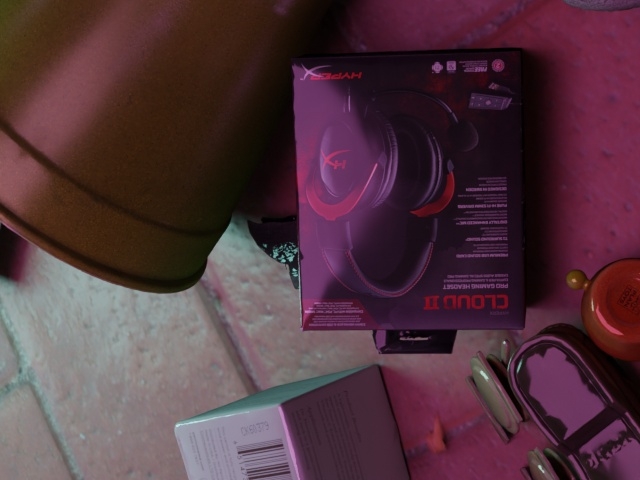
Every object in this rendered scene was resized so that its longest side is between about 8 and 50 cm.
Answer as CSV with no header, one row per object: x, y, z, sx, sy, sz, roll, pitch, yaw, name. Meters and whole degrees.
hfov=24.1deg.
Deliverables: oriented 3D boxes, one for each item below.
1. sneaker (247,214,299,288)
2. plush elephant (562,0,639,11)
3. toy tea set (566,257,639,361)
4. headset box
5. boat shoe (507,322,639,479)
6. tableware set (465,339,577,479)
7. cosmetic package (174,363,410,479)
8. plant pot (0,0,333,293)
0.002,-0.001,1.600,0.170,0.051,0.089,-16,93,41,sneaker
0.309,-0.302,1.213,0.330,0.255,0.272,21,101,40,plush elephant
0.369,0.120,1.336,0.200,0.124,0.336,-26,77,7,toy tea set
0.089,-0.035,1.442,0.218,0.110,0.293,0,99,8,headset box
0.295,0.210,1.393,0.110,0.104,0.307,-32,81,27,boat shoe
0.210,0.191,1.466,0.039,0.128,0.194,-28,75,-9,tableware set
-0.026,0.231,1.579,0.151,0.183,0.151,-15,89,36,cosmetic package
-0.170,-0.197,1.538,0.366,0.366,0.353,47,110,21,plant pot
